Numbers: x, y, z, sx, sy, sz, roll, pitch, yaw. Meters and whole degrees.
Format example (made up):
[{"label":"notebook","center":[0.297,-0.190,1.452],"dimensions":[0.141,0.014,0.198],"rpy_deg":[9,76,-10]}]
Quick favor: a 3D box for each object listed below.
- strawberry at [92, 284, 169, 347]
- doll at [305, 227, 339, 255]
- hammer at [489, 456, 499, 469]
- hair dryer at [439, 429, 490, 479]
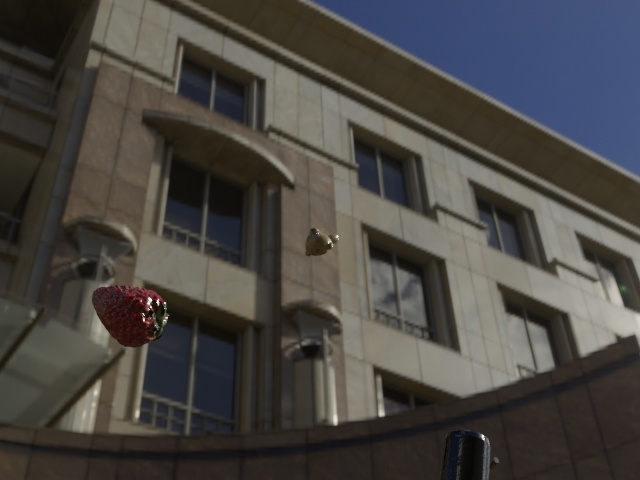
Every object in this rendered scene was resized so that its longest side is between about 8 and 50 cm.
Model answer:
[{"label":"strawberry","center":[-0.383,0.152,1.833],"dimensions":[0.148,0.131,0.131],"rpy_deg":[6,-45,0]},{"label":"doll","center":[0.003,0.009,1.640],"dimensions":[0.062,0.051,0.093],"rpy_deg":[-21,-20,17]},{"label":"hammer","center":[0.412,0.582,2.344],"dimensions":[0.110,0.019,0.035],"rpy_deg":[-9,-34,-43]},{"label":"hair dryer","center":[0.285,0.350,1.270],"dimensions":[0.255,0.128,0.070],"rpy_deg":[13,-36,-6]}]
